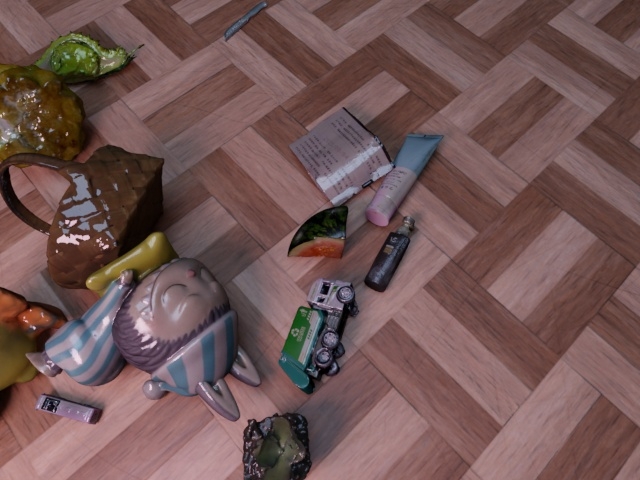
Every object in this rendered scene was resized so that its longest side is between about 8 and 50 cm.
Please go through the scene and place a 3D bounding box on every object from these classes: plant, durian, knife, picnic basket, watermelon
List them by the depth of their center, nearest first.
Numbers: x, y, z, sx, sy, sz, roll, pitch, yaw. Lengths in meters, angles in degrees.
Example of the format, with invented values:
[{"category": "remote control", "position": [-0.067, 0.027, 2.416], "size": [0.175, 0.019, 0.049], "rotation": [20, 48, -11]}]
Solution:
[{"category": "plant", "position": [-0.084, 0.406, 0.861], "size": [0.131, 0.203, 0.142], "rotation": [1, 60, -9]}, {"category": "picnic basket", "position": [-0.545, -0.070, 0.998], "size": [0.337, 0.293, 0.337], "rotation": [10, 53, -14]}, {"category": "watermelon", "position": [-0.008, -0.018, 1.105], "size": [0.145, 0.193, 0.137], "rotation": [3, 110, 2]}, {"category": "durian", "position": [-0.710, -0.531, 1.320], "size": [0.375, 0.106, 0.132], "rotation": [-13, 72, -3]}, {"category": "knife", "position": [-0.247, -0.718, 1.462], "size": [0.028, 0.015, 0.210], "rotation": [38, 71, 8]}]

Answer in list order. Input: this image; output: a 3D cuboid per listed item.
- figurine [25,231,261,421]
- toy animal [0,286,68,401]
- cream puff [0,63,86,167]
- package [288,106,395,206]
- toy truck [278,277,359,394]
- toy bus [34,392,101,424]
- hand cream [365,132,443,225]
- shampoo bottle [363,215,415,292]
[{"category": "figurine", "position": [-0.315, 0.233, 0.899], "size": [0.361, 0.266, 0.377], "rotation": [-45, 68, -8]}, {"category": "toy animal", "position": [-0.719, 0.254, 0.925], "size": [0.191, 0.216, 0.338], "rotation": [14, 67, 35]}, {"category": "cream puff", "position": [-0.753, -0.320, 1.152], "size": [0.282, 0.282, 0.185], "rotation": [-41, 47, -17]}, {"category": "package", "position": [0.052, -0.236, 1.212], "size": [0.204, 0.062, 0.251], "rotation": [-34, 67, -5]}, {"category": "toy truck", "position": [-0.001, 0.210, 1.003], "size": [0.124, 0.114, 0.253], "rotation": [12, 65, 16]}, {"category": "toy bus", "position": [-0.536, 0.358, 0.952], "size": [0.130, 0.052, 0.037], "rotation": [14, 68, 4]}, {"category": "hand cream", "position": [0.219, -0.176, 1.206], "size": [0.111, 0.070, 0.312], "rotation": [15, 60, 38]}, {"category": "shampoo bottle", "position": [0.180, 0.029, 1.114], "size": [0.057, 0.063, 0.208], "rotation": [25, 69, 20]}]
